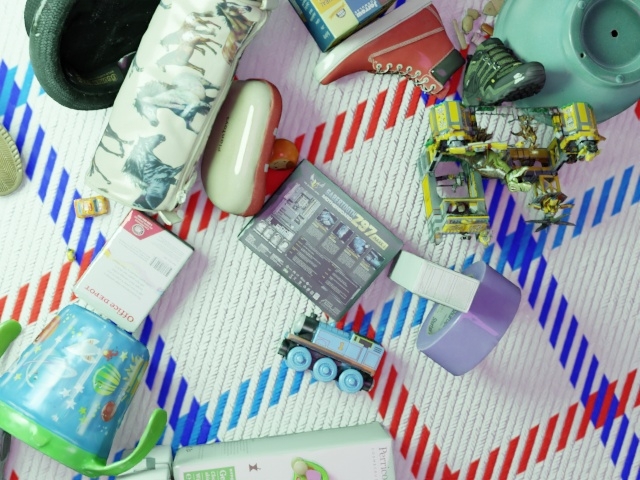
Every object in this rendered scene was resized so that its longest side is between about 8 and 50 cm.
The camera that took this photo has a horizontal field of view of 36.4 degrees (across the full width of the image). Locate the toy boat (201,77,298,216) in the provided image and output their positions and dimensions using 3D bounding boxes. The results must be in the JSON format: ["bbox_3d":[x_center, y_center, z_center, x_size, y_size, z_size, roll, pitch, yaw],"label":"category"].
[{"bbox_3d":[-0.104,-0.151,1.646,0.151,0.151,0.231,13,92,-35],"label":"toy boat"}]

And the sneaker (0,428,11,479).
[{"bbox_3d":[-0.594,0.411,1.649,0.115,0.090,0.232,5,84,1],"label":"sneaker"}]

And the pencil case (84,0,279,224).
[{"bbox_3d":[-0.221,-0.238,1.564,0.183,0.160,0.410,29,103,7],"label":"pencil case"}]

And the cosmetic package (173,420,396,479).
[{"bbox_3d":[-0.056,0.436,1.660,0.366,0.155,0.197,-8,91,-4],"label":"cosmetic package"}]

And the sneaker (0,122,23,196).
[{"bbox_3d":[-0.593,-0.211,1.611,0.099,0.153,0.282,-32,126,-5],"label":"sneaker"}]

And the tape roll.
[{"bbox_3d":[0.251,0.132,1.654,0.080,0.189,0.189,36,89,-7],"label":"tape roll"}]

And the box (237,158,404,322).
[{"bbox_3d":[0.000,0.000,1.688,0.233,0.059,0.183,40,89,-5],"label":"box"}]

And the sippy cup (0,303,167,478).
[{"bbox_3d":[-0.401,0.234,1.587,0.305,0.240,0.224,35,76,-13],"label":"sippy cup"}]

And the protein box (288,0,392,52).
[{"bbox_3d":[0.013,-0.438,1.595,0.136,0.200,0.201,-35,96,-2],"label":"protein box"}]

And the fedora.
[{"bbox_3d":[-0.355,-0.377,1.563,0.152,0.334,0.334,35,89,27],"label":"fedora"}]

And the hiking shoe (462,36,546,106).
[{"bbox_3d":[0.292,-0.284,1.617,0.086,0.227,0.114,-12,92,-20],"label":"hiking shoe"}]

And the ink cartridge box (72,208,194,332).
[{"bbox_3d":[-0.316,0.049,1.653,0.127,0.072,0.175,36,89,-7],"label":"ink cartridge box"}]

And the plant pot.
[{"bbox_3d":[0.462,-0.339,1.637,0.293,0.196,0.293,-1,93,-10],"label":"plant pot"}]

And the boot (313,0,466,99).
[{"bbox_3d":[0.124,-0.292,1.673,0.244,0.088,0.176,-32,97,-7],"label":"boot"}]

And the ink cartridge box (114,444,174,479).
[{"bbox_3d":[-0.283,0.443,1.605,0.092,0.218,0.158,-7,94,-5],"label":"ink cartridge box"}]

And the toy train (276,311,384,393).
[{"bbox_3d":[0.018,0.196,1.694,0.184,0.080,0.105,24,82,-4],"label":"toy train"}]

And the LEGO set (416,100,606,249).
[{"bbox_3d":[0.310,-0.096,1.613,0.331,0.255,0.192,2,66,-17],"label":"LEGO set"}]

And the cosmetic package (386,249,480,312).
[{"bbox_3d":[0.181,0.065,1.618,0.099,0.239,0.060,23,91,-6],"label":"cosmetic package"}]

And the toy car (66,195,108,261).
[{"bbox_3d":[-0.397,-0.020,1.658,0.060,0.040,0.122,8,92,-6],"label":"toy car"}]

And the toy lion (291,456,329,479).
[{"bbox_3d":[-0.015,0.412,1.572,0.096,0.034,0.100,22,87,-11],"label":"toy lion"}]

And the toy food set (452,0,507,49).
[{"bbox_3d":[0.293,-0.380,1.717,0.122,0.019,0.078,-21,95,-12],"label":"toy food set"}]
